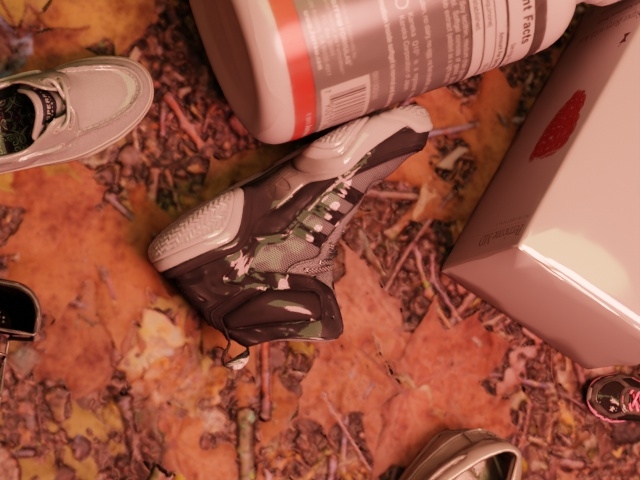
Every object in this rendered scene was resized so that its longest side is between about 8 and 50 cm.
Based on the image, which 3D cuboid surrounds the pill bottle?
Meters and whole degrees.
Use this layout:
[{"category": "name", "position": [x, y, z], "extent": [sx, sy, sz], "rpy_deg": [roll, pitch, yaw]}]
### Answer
[{"category": "pill bottle", "position": [0.083, -0.231, 1.640], "extent": [0.363, 0.210, 0.210], "rpy_deg": [-20, 90, -12]}]

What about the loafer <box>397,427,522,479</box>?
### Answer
[{"category": "loafer", "position": [0.063, 0.292, 1.643], "extent": [0.112, 0.111, 0.319], "rpy_deg": [35, 74, -12]}]

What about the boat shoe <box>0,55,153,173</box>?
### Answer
[{"category": "boat shoe", "position": [-0.234, -0.096, 1.605], "extent": [0.227, 0.081, 0.079], "rpy_deg": [-20, 90, -20]}]

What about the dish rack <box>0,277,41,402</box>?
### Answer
[{"category": "dish rack", "position": [-0.340, 0.155, 1.543], "extent": [0.208, 0.074, 0.272], "rpy_deg": [10, 81, -17]}]

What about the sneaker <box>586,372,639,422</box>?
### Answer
[{"category": "sneaker", "position": [0.297, 0.145, 1.772], "extent": [0.119, 0.057, 0.047], "rpy_deg": [12, 82, -16]}]

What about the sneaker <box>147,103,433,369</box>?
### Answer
[{"category": "sneaker", "position": [0.000, 0.000, 1.668], "extent": [0.268, 0.101, 0.153], "rpy_deg": [-30, 94, -14]}]

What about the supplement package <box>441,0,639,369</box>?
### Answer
[{"category": "supplement package", "position": [0.269, -0.058, 1.723], "extent": [0.175, 0.177, 0.293], "rpy_deg": [34, 73, -12]}]
